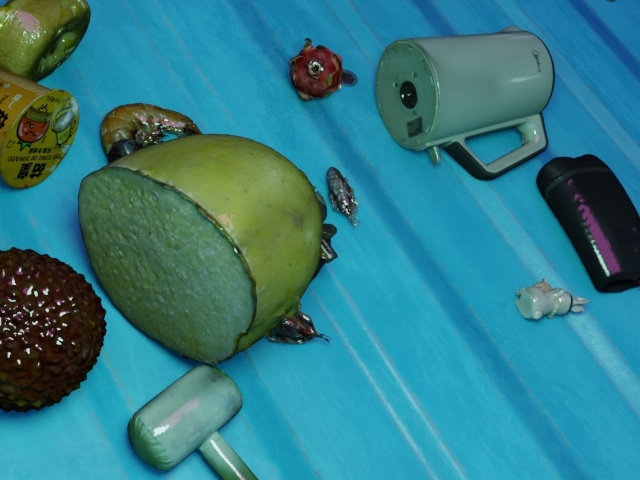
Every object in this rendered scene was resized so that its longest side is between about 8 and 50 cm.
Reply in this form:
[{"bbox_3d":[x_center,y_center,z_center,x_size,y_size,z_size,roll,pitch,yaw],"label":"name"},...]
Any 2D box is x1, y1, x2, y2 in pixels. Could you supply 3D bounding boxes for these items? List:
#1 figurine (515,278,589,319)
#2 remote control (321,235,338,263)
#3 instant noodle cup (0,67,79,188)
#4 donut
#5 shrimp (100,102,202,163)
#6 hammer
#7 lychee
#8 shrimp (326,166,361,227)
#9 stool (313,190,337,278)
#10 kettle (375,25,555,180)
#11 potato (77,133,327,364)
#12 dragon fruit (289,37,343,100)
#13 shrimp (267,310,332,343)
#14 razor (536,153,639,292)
[{"bbox_3d":[0.507,0.120,1.865,0.146,0.081,0.098,-9,62,-23],"label":"figurine"},{"bbox_3d":[0.000,0.000,1.648,0.034,0.016,0.091,-32,81,-27],"label":"remote control"},{"bbox_3d":[-0.604,-0.231,1.651,0.172,0.215,0.216,30,54,13],"label":"instant noodle cup"},{"bbox_3d":[-0.594,-0.432,1.771,0.128,0.208,0.261,36,51,-3],"label":"donut"},{"bbox_3d":[-0.341,-0.178,1.787,0.222,0.054,0.290,-4,57,-21],"label":"shrimp"},{"bbox_3d":[-0.164,0.386,1.471,0.206,0.119,0.335,-38,83,-31],"label":"hammer"},{"bbox_3d":[-0.501,0.147,1.411,0.276,0.304,0.275,-10,58,16],"label":"lychee"},{"bbox_3d":[0.049,-0.093,1.863,0.057,0.065,0.165,-21,69,7],"label":"shrimp"},{"bbox_3d":[-0.053,-0.018,1.732,0.153,0.139,0.228,9,60,-16],"label":"stool"},{"bbox_3d":[0.367,-0.321,2.023,0.377,0.250,0.361,-14,85,-28],"label":"kettle"},{"bbox_3d":[-0.176,-0.014,1.529,0.442,0.385,0.319,16,39,38],"label":"potato"},{"bbox_3d":[-0.013,-0.391,1.981,0.136,0.166,0.133,34,100,0],"label":"dragon fruit"},{"bbox_3d":[-0.065,0.160,1.663,0.190,0.074,0.073,19,23,2],"label":"shrimp"},{"bbox_3d":[0.658,-0.046,2.001,0.204,0.113,0.349,-11,63,-27],"label":"razor"}]
